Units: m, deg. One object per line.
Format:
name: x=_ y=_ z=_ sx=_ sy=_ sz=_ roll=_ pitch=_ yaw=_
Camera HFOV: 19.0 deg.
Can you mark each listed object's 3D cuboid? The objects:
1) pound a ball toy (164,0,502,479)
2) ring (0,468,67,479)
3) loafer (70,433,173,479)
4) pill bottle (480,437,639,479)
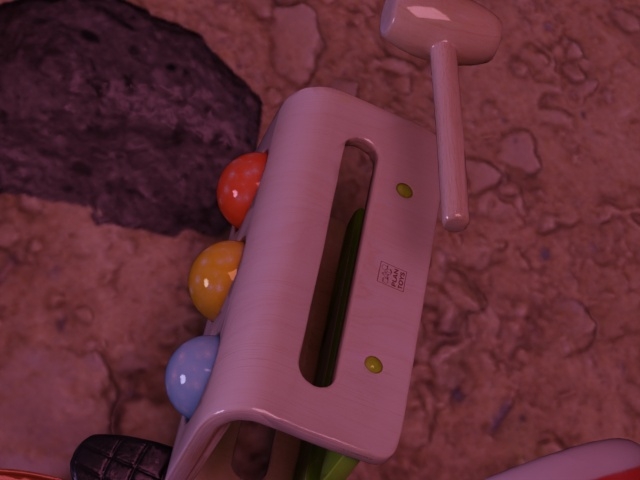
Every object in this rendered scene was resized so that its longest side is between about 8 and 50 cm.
pound a ball toy: x=0.000 y=0.000 z=1.183 sx=0.135 sy=0.208 sz=0.319 roll=21 pitch=48 yaw=-10
ring: x=-0.193 y=0.295 z=1.127 sx=0.336 sy=0.032 sz=0.337 roll=6 pitch=67 yaw=-14
loafer: x=-0.081 y=0.174 z=1.196 sx=0.170 sy=0.061 sz=0.062 roll=28 pitch=69 yaw=-6
pill bottle: x=0.168 y=0.319 z=1.131 sx=0.210 sy=0.210 sz=0.363 roll=-16 pitch=74 yaw=-23
